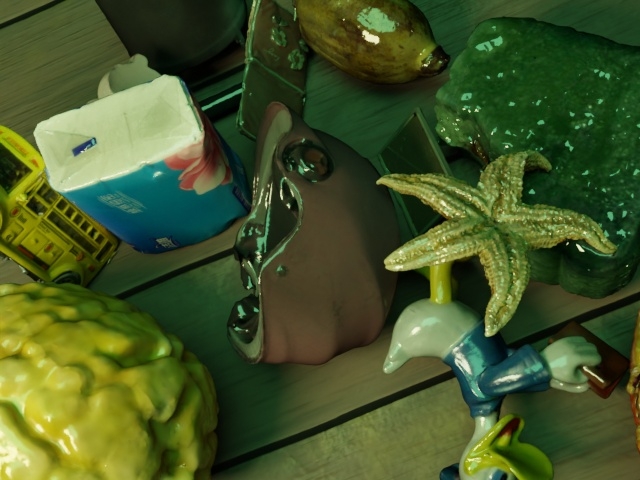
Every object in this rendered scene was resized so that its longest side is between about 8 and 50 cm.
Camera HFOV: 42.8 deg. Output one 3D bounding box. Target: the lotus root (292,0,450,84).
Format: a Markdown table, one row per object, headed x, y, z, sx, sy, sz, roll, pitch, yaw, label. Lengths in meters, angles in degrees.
| x | y | z | sx | sy | sz | roll | pitch | yaw | label |
| --- | --- | --- | --- | --- | --- | --- | --- | --- | --- |
| 0.073 | -0.301 | 1.176 | 0.260 | 0.145 | 0.128 | 29 | 82 | 20 | lotus root |

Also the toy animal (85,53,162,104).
| x | y | z | sx | sy | sz | roll | pitch | yaw | label |
| --- | --- | --- | --- | --- | --- | --- | --- | --- | --- |
| -0.291 | -0.169 | 1.201 | 0.124 | 0.212 | 0.124 | 14 | 59 | -24 | toy animal |

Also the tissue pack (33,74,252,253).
| x | y | z | sx | sy | sz | roll | pitch | yaw | label |
| --- | --- | --- | --- | --- | --- | --- | --- | --- | --- |
| -0.223 | -0.087 | 1.098 | 0.209 | 0.270 | 0.137 | -18 | 72 | 4 | tissue pack |

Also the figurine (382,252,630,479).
| x | y | z | sx | sy | sz | roll | pitch | yaw | label |
| --- | --- | --- | --- | --- | --- | --- | --- | --- | --- |
| 0.217 | 0.176 | 0.984 | 0.283 | 0.204 | 0.338 | 7 | 84 | 8 | figurine |

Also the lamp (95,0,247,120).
| x | y | z | sx | sy | sz | roll | pitch | yaw | label |
| --- | --- | --- | --- | --- | --- | --- | --- | --- | --- |
| -0.242 | -0.389 | 1.213 | 0.205 | 0.272 | 0.374 | -25 | 67 | 5 | lamp |

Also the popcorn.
| x | y | z | sx | sy | sz | roll | pitch | yaw | label |
| --- | --- | --- | --- | --- | --- | --- | --- | --- | --- |
| -0.327 | 0.210 | 0.971 | 0.390 | 0.344 | 0.354 | -24 | 72 | 10 | popcorn |

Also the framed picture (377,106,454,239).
| x | y | z | sx | sy | sz | roll | pitch | yaw | label |
| --- | --- | --- | --- | --- | --- | --- | --- | --- | --- |
| 0.133 | -0.090 | 1.115 | 0.011 | 0.109 | 0.149 | -4 | 61 | -34 | framed picture |

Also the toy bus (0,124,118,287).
| x | y | z | sx | sy | sz | roll | pitch | yaw | label |
| --- | --- | --- | --- | --- | --- | --- | --- | --- | --- |
| -0.406 | -0.039 | 1.090 | 0.144 | 0.330 | 0.152 | 37 | 79 | 22 | toy bus |

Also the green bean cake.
| x | y | z | sx | sy | sz | roll | pitch | yaw | label |
| --- | --- | --- | --- | --- | --- | --- | --- | --- | --- |
| 0.292 | -0.110 | 1.045 | 0.307 | 0.169 | 0.300 | 24 | 75 | 21 | green bean cake |

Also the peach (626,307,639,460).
| x | y | z | sx | sy | sz | roll | pitch | yaw | label |
| --- | --- | --- | --- | --- | --- | --- | --- | --- | --- |
| 0.499 | 0.159 | 0.806 | 0.353 | 0.339 | 0.417 | -9 | 83 | -32 | peach |

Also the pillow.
| x | y | z | sx | sy | sz | roll | pitch | yaw | label |
| --- | --- | --- | --- | --- | --- | --- | --- | --- | --- |
| -0.067 | -0.239 | 1.203 | 0.043 | 0.126 | 0.233 | -12 | 66 | 43 | pillow |

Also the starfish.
| x | y | z | sx | sy | sz | roll | pitch | yaw | label |
| --- | --- | --- | --- | --- | --- | --- | --- | --- | --- |
| 0.182 | -0.010 | 0.891 | 0.277 | 0.062 | 0.236 | 20 | 66 | 10 | starfish |

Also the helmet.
| x | y | z | sx | sy | sz | roll | pitch | yaw | label |
| --- | --- | --- | --- | --- | --- | --- | --- | --- | --- |
| 0.000 | 0.000 | 1.036 | 0.197 | 0.271 | 0.338 | 11 | 60 | -11 | helmet |
